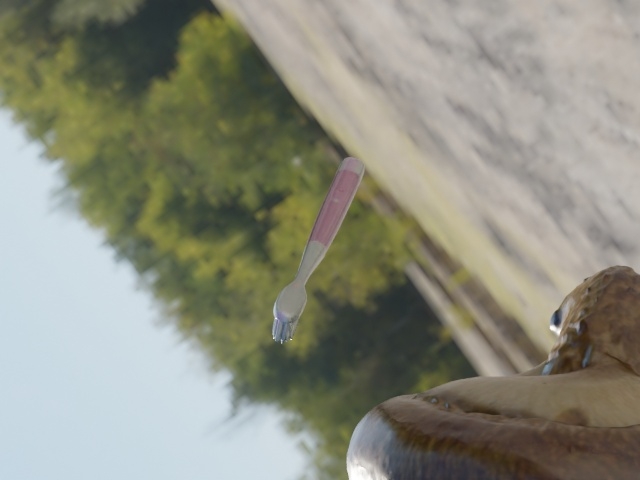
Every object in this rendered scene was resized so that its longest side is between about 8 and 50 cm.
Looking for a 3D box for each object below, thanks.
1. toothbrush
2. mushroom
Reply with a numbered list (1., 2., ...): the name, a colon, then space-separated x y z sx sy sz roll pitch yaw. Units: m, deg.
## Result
1. toothbrush: 0.000 0.000 1.293 0.020 0.025 0.286 15 -155 4
2. mushroom: 0.185 0.148 1.386 0.345 0.345 0.260 33 -123 -88
